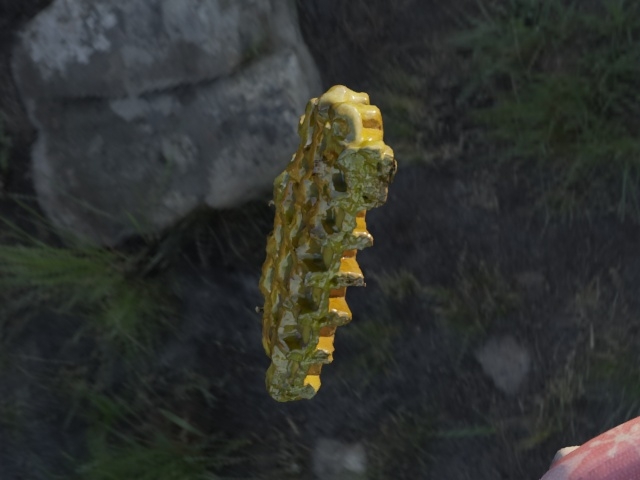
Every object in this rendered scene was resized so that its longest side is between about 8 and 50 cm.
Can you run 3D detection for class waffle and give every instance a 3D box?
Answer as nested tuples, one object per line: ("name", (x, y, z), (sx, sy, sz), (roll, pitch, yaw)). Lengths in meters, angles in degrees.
("waffle", (0.000, 0.000, 0.897), (0.046, 0.192, 0.160), (6, 69, -15))

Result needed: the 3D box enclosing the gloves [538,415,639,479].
("gloves", (0.152, 0.104, 0.507), (0.241, 0.126, 0.145), (-11, 55, 2))
